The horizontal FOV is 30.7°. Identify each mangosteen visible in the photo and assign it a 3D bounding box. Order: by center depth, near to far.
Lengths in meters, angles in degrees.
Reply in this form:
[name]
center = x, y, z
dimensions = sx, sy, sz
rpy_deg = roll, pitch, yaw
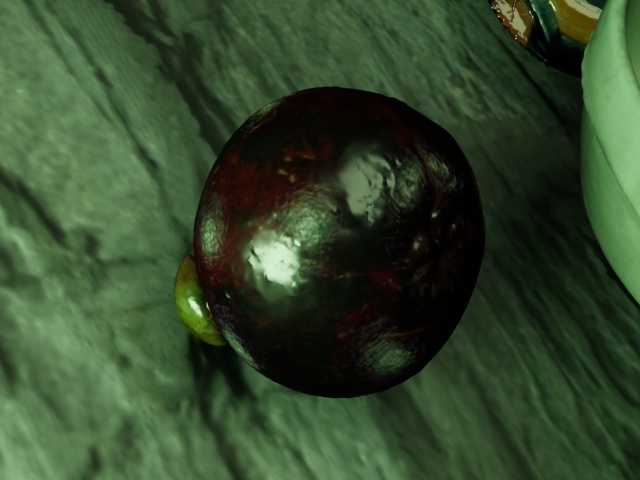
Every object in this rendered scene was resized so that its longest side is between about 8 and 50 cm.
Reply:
[mangosteen]
center = 0.000, 0.000, 0.551
dimensions = 0.152, 0.152, 0.153
rpy_deg = 16, 47, -18

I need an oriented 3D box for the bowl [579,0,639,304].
[bowl]
center = 0.276, -0.035, 0.655
dimensions = 0.307, 0.163, 0.307
rpy_deg = 9, 54, -13

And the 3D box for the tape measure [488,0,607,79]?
[tape measure]
center = 0.212, -0.202, 0.790
dimensions = 0.223, 0.202, 0.135
rpy_deg = 35, 12, -4
